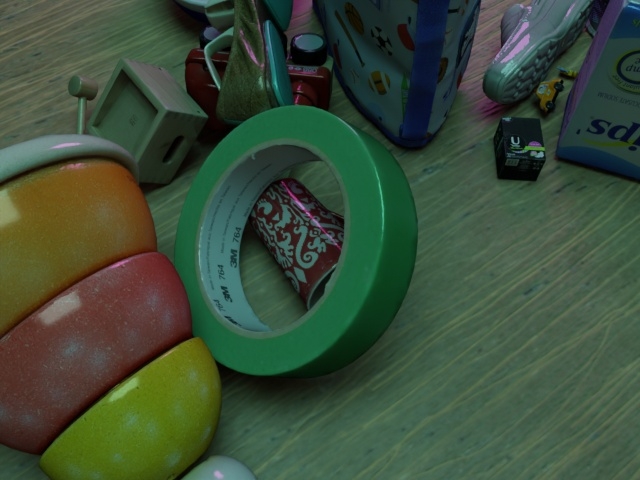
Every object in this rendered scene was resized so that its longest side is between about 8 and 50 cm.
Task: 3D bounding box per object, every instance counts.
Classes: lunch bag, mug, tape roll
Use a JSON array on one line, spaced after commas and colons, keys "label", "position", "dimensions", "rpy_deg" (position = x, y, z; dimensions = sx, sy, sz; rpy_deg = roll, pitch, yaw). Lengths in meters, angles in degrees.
[{"label": "lunch bag", "position": [0.123, -0.381, 1.060], "dimensions": [0.239, 0.327, 0.385], "rpy_deg": [-8, 56, -4]}, {"label": "mug", "position": [-0.007, 0.007, 0.955], "dimensions": [0.113, 0.150, 0.169], "rpy_deg": [-49, 59, 14]}, {"label": "tape roll", "position": [-0.041, 0.002, 0.844], "dimensions": [0.321, 0.077, 0.321], "rpy_deg": [-11, 72, 36]}]

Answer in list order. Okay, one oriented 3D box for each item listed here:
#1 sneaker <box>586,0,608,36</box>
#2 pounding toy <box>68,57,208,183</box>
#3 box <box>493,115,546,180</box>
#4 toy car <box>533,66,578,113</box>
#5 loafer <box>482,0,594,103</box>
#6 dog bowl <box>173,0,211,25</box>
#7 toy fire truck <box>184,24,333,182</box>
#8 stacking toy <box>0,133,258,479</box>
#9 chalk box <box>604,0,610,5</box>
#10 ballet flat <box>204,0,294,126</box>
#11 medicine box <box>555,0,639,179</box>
[{"label": "sneaker", "position": [0.496, -0.416, 1.233], "dimensions": [0.065, 0.076, 0.166], "rpy_deg": [-17, 59, -10]}, {"label": "pounding toy", "position": [-0.289, -0.178, 1.053], "dimensions": [0.206, 0.181, 0.094], "rpy_deg": [48, 26, 25]}, {"label": "box", "position": [0.301, -0.140, 1.067], "dimensions": [0.062, 0.052, 0.083], "rpy_deg": [4, 56, 0]}, {"label": "toy car", "position": [0.382, -0.249, 1.156], "dimensions": [0.041, 0.060, 0.122], "rpy_deg": [27, 33, 21]}, {"label": "loafer", "position": [0.343, -0.334, 1.165], "dimensions": [0.111, 0.112, 0.319], "rpy_deg": [29, 54, 22]}, {"label": "dog bowl", "position": [-0.159, -0.502, 1.198], "dimensions": [0.265, 0.104, 0.264], "rpy_deg": [-1, 84, 9]}, {"label": "toy fire truck", "position": [-0.101, -0.184, 1.050], "dimensions": [0.217, 0.158, 0.246], "rpy_deg": [7, 47, 3]}, {"label": "stacking toy", "position": [-0.226, 0.157, 0.757], "dimensions": [0.351, 0.350, 0.480], "rpy_deg": [-37, 80, -22]}, {"label": "chalk box", "position": [0.582, -0.451, 1.139], "dimensions": [0.179, 0.180, 0.289], "rpy_deg": [-38, 91, -23]}, {"label": "ballet flat", "position": [-0.104, -0.295, 0.995], "dimensions": [0.124, 0.116, 0.342], "rpy_deg": [-11, 61, 16]}, {"label": "medicine box", "position": [0.509, -0.223, 0.982], "dimensions": [0.264, 0.289, 0.149], "rpy_deg": [18, 57, 10]}]
